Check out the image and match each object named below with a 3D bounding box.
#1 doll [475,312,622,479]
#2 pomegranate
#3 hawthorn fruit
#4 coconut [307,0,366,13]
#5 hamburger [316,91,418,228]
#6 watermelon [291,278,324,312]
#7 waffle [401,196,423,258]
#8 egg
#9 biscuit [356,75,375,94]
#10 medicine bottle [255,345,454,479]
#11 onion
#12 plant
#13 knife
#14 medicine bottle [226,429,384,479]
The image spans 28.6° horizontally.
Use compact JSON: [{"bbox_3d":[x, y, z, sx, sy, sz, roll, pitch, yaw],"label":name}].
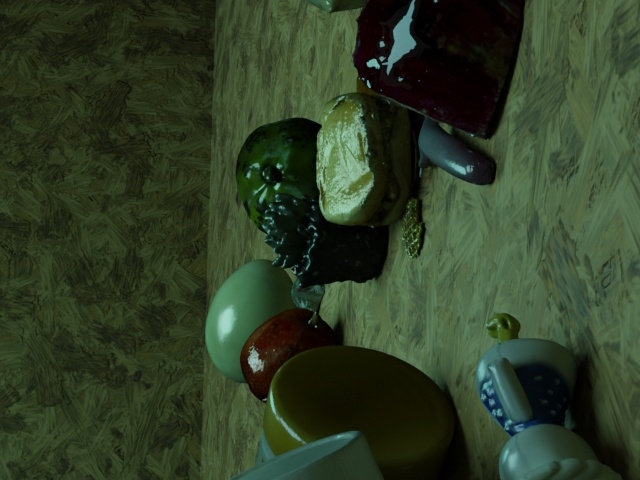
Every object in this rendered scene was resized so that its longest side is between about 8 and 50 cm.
[{"bbox_3d":[0.207,0.186,1.192,0.138,0.119,0.293,52,-164,-34],"label":"doll"},{"bbox_3d":[-0.049,-0.097,2.247,0.276,0.204,0.222,135,124,-75],"label":"pomegranate"},{"bbox_3d":[-0.049,0.214,2.223,0.173,0.179,0.173,58,-164,-26],"label":"hawthorn fruit"},{"bbox_3d":[0.036,-0.470,2.055,0.224,0.224,0.224,-174,90,-77],"label":"coconut"},{"bbox_3d":[0.064,-0.121,1.899,0.214,0.108,0.213,174,90,-65],"label":"hamburger"},{"bbox_3d":[-0.013,0.104,2.381,0.061,0.085,0.085,-1,83,47],"label":"watermelon"},{"bbox_3d":[0.133,-0.015,1.826,0.085,0.016,0.078,-99,15,-50],"label":"waffle"},{"bbox_3d":[-0.133,0.162,2.528,0.188,0.189,0.253,-165,89,-77],"label":"egg"},{"bbox_3d":[0.106,-0.250,1.993,0.280,0.043,0.183,-153,66,-71],"label":"biscuit"},{"bbox_3d":[0.034,0.294,1.627,0.238,0.238,0.232,-105,23,-57],"label":"medicine bottle"},{"bbox_3d":[0.131,-0.297,1.612,0.314,0.146,0.280,-131,46,-61],"label":"onion"},{"bbox_3d":[0.000,0.000,2.003,0.129,0.194,0.132,-99,20,-62],"label":"plant"},{"bbox_3d":[0.164,-0.113,1.663,0.278,0.053,0.123,-119,32,-70],"label":"knife"},{"bbox_3d":[0.026,0.417,1.385,0.211,0.211,0.371,153,97,-75],"label":"medicine bottle"}]
